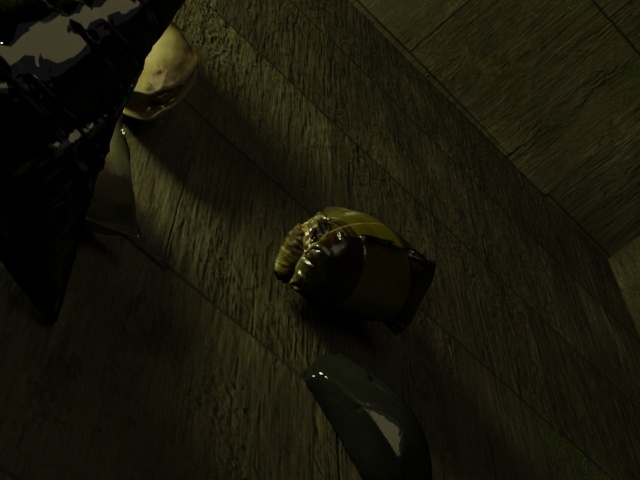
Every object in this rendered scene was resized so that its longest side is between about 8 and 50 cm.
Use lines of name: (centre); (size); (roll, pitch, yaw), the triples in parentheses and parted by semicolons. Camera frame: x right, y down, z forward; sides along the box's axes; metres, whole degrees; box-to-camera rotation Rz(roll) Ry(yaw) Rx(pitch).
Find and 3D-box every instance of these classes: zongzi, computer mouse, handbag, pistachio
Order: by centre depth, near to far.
zongzi: (-0.311, -0.116, 1.269); (0.383, 0.319, 0.362); (-59, 139, -48)
handbag: (-0.303, -0.120, 1.470); (0.182, 0.117, 0.270); (30, 36, -44)
computer mouse: (0.085, 0.260, 1.654); (0.269, 0.086, 0.137); (57, 21, 21)
pistachio: (-0.266, -0.267, 1.800); (0.152, 0.126, 0.223); (8, 39, -10)
zongzi: (0.000, 0.000, 1.898); (0.289, 0.154, 0.317); (22, 15, -45)
